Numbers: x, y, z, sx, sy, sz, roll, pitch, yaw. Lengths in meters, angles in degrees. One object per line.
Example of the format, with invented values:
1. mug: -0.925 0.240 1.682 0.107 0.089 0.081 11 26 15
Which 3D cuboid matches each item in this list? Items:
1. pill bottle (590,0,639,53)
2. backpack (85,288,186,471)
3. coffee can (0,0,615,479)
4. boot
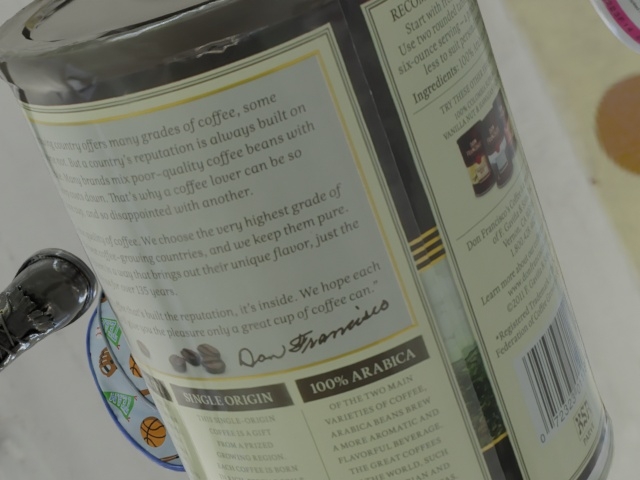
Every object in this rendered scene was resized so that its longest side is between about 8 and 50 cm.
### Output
1. pill bottle: 0.373 -0.280 1.204 0.160 0.283 0.160 14 -115 -32
2. backpack: -0.086 0.091 1.313 0.213 0.263 0.276 20 -151 -54
3. coffee can: 0.000 0.000 0.629 0.201 0.201 0.275 -51 -54 -52
4. boot: -0.368 0.139 1.534 0.091 0.263 0.229 45 -144 -14
